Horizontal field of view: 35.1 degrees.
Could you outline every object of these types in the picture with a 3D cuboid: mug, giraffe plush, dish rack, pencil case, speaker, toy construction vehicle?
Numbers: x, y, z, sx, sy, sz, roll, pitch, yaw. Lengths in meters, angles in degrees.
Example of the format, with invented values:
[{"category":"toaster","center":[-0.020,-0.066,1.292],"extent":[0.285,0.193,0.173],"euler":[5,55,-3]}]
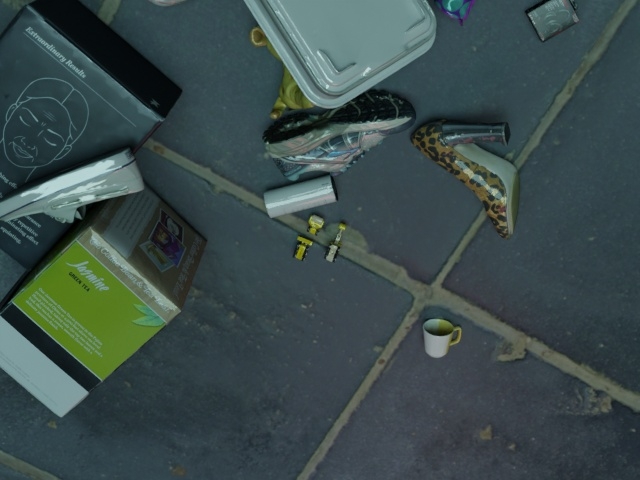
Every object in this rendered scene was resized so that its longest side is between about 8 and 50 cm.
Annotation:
[{"category":"mug","center":[0.242,0.201,2.037],"extent":[0.078,0.062,0.064],"euler":[6,120,7]},{"category":"giraffe plush","center":[-0.026,-0.328,1.797],"extent":[0.210,0.181,0.170],"euler":[-12,104,44]},{"category":"dish rack","center":[0.029,-0.418,1.687],"extent":[0.286,0.072,0.332],"euler":[-34,96,-19]},{"category":"pencil case","center":[0.267,-0.455,1.764],"extent":[0.070,0.064,0.151],"euler":[43,110,12]},{"category":"speaker","center":[-0.038,-0.084,1.933],"extent":[0.136,0.055,0.055],"euler":[-15,111,8]},{"category":"toy construction vehicle","center":[0.000,0.000,1.981],"extent":[0.086,0.035,0.098],"euler":[20,109,6]}]

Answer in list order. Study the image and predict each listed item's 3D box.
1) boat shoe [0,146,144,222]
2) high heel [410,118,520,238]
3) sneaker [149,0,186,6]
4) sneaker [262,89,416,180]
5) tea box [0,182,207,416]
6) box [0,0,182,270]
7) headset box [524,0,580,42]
[{"category":"boat shoe","center":[-0.426,-0.074,1.710],"extent":[0.268,0.096,0.088],"euler":[-22,106,2]},{"category":"high heel","center":[0.275,-0.114,1.913],"extent":[0.186,0.093,0.261],"euler":[3,127,25]},{"category":"sneaker","center":[-0.203,-0.486,1.745],"extent":[0.252,0.111,0.103],"euler":[-31,108,14]},{"category":"sneaker","center":[0.043,-0.189,1.878],"extent":[0.283,0.110,0.122],"euler":[-13,129,10]},{"category":"tea box","center":[-0.411,0.088,1.870],"extent":[0.323,0.329,0.220],"euler":[-40,105,15]},{"category":"box","center":[-0.495,-0.201,1.819],"extent":[0.293,0.212,0.395],"euler":[41,109,-13]},{"category":"headset box","center":[0.415,-0.400,1.799],"extent":[0.083,0.032,0.062],"euler":[-28,108,14]}]
